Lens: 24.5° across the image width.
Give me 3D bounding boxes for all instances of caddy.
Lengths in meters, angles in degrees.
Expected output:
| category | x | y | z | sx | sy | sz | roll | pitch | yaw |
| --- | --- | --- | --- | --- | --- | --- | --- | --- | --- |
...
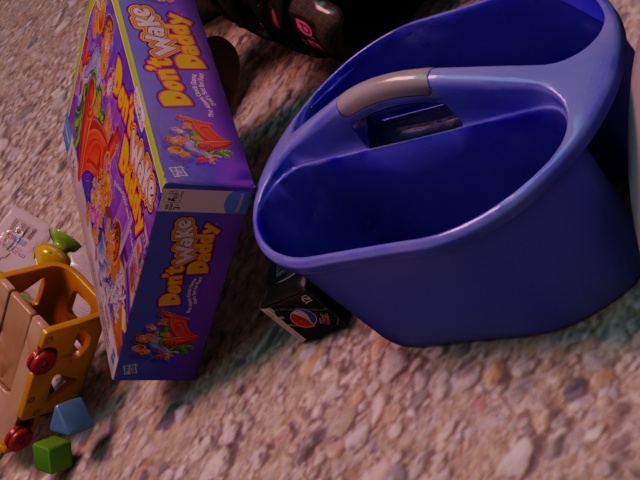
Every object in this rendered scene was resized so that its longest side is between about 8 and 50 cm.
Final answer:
| category | x | y | z | sx | sy | sz | roll | pitch | yaw |
| --- | --- | --- | --- | --- | --- | --- | --- | --- | --- |
| caddy | 0.097 | -0.064 | 1.093 | 0.341 | 0.179 | 0.241 | -11 | 48 | 46 |

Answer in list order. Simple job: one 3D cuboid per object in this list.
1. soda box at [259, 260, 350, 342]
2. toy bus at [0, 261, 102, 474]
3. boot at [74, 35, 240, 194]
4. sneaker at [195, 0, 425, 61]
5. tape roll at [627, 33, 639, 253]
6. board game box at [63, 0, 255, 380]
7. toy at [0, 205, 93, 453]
| category | x | y | z | sx | sy | sz | roll | pitch | yaw |
| --- | --- | --- | --- | --- | --- | --- | --- | --- | --- |
| soda box | 0.000 | 0.000 | 1.257 | 0.053 | 0.060 | 0.169 | -24 | 38 | 36 |
| toy bus | -0.273 | 0.120 | 1.421 | 0.202 | 0.190 | 0.104 | -10 | 4 | 45 |
| boot | -0.185 | -0.129 | 1.618 | 0.165 | 0.077 | 0.213 | 6 | 67 | 54 |
| sneaker | -0.032 | -0.270 | 1.440 | 0.483 | 0.185 | 0.202 | -12 | 69 | 32 |
| tape roll | 0.245 | -0.053 | 0.861 | 0.072 | 0.219 | 0.219 | -1 | 38 | -5 |
| board game box | -0.159 | -0.077 | 1.349 | 0.347 | 0.078 | 0.233 | -110 | 30 | -44 |
| toy | -0.324 | 0.095 | 1.535 | 0.237 | 0.137 | 0.056 | -60 | -8 | -17 |
